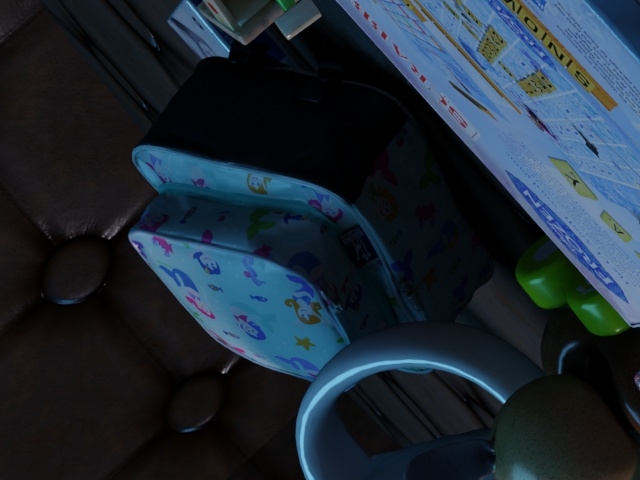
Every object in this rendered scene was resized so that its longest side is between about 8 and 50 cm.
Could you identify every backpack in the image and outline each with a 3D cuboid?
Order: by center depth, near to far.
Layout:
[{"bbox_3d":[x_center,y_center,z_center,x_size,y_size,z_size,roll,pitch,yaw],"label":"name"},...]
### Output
[{"bbox_3d":[0.000,0.000,1.394,0.225,0.191,0.253,13,156,40],"label":"backpack"}]

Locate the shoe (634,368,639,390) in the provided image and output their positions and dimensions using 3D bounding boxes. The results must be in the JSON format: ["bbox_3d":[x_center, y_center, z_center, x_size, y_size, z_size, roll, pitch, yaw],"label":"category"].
[{"bbox_3d":[0.231,0.104,0.942,0.178,0.081,0.063,50,174,-21],"label":"shoe"}]

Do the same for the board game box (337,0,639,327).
[{"bbox_3d":[0.078,-0.106,0.759,0.318,0.066,0.318,48,174,1],"label":"board game box"}]

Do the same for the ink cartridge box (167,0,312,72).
[{"bbox_3d":[-0.040,-0.124,1.590,0.223,0.045,0.224,48,174,-5],"label":"ink cartridge box"}]

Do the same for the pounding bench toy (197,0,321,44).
[{"bbox_3d":[-0.036,-0.131,0.846,0.065,0.052,0.083,53,173,-34],"label":"pounding bench toy"}]

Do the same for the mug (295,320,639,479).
[{"bbox_3d":[0.127,0.222,1.298,0.328,0.276,0.374,-22,104,40],"label":"mug"}]

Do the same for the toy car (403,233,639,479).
[{"bbox_3d":[0.144,0.113,1.111,0.155,0.188,0.149,50,173,-18],"label":"toy car"}]
